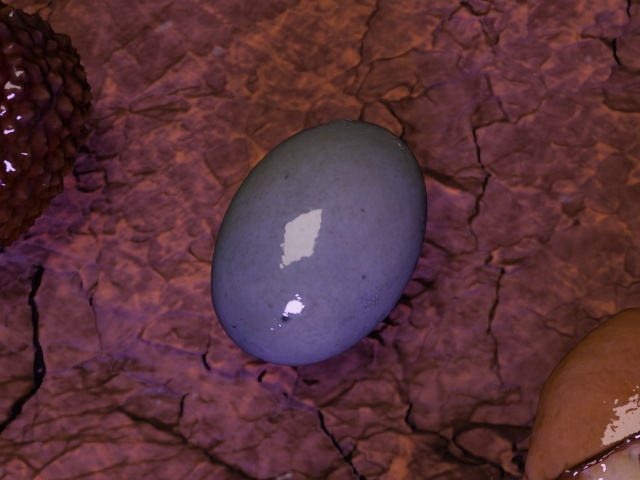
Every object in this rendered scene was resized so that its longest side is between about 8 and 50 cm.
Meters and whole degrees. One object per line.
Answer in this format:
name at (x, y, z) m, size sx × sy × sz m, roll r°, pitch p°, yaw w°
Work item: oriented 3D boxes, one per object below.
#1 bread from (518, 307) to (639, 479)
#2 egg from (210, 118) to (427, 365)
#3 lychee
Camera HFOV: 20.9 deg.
bread at (0.262, 0.140, 1.349) m, size 0.262 × 0.204 × 0.163 m, roll -22°, pitch 62°, yaw -6°
egg at (0.000, 0.000, 1.500) m, size 0.169 × 0.169 × 0.236 m, roll 19°, pitch 62°, yaw 21°
lychee at (-0.337, -0.109, 1.572) m, size 0.267 × 0.267 × 0.267 m, roll -5°, pitch 60°, yaw 9°
